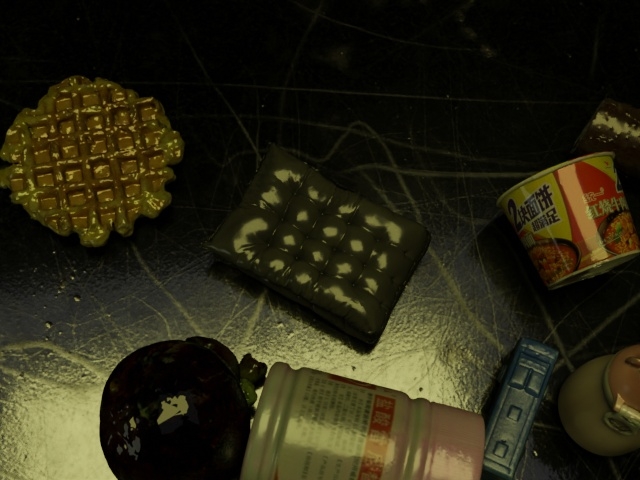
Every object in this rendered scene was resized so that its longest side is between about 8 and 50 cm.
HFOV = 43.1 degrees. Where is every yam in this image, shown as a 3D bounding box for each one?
[{"bbox_3d":[0.598,-0.160,1.446,0.279,0.131,0.131,22,67,6],"label":"yam"}]

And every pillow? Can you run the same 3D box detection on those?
[{"bbox_3d":[0.000,0.000,1.351,0.326,0.101,0.228,27,70,10],"label":"pillow"}]

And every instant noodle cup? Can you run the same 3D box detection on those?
[{"bbox_3d":[0.421,-0.025,1.340,0.213,0.213,0.174,-18,77,-11],"label":"instant noodle cup"}]

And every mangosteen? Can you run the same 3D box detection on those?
[{"bbox_3d":[-0.179,0.250,1.181,0.289,0.231,0.231,-13,63,-44],"label":"mangosteen"}]

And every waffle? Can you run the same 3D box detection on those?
[{"bbox_3d":[-0.389,-0.144,1.404,0.325,0.068,0.302,31,68,8],"label":"waffle"}]

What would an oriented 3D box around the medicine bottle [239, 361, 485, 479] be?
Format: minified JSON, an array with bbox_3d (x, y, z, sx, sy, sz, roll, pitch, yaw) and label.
[{"bbox_3d":[0.059,0.306,1.161,0.315,0.202,0.202,13,66,2],"label":"medicine bottle"}]

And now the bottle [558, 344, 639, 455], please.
[{"bbox_3d":[0.458,0.228,1.201,0.147,0.236,0.148,1,65,-3],"label":"bottle"}]

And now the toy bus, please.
[{"bbox_3d":[0.303,0.262,1.254,0.079,0.094,0.236,25,67,7],"label":"toy bus"}]
